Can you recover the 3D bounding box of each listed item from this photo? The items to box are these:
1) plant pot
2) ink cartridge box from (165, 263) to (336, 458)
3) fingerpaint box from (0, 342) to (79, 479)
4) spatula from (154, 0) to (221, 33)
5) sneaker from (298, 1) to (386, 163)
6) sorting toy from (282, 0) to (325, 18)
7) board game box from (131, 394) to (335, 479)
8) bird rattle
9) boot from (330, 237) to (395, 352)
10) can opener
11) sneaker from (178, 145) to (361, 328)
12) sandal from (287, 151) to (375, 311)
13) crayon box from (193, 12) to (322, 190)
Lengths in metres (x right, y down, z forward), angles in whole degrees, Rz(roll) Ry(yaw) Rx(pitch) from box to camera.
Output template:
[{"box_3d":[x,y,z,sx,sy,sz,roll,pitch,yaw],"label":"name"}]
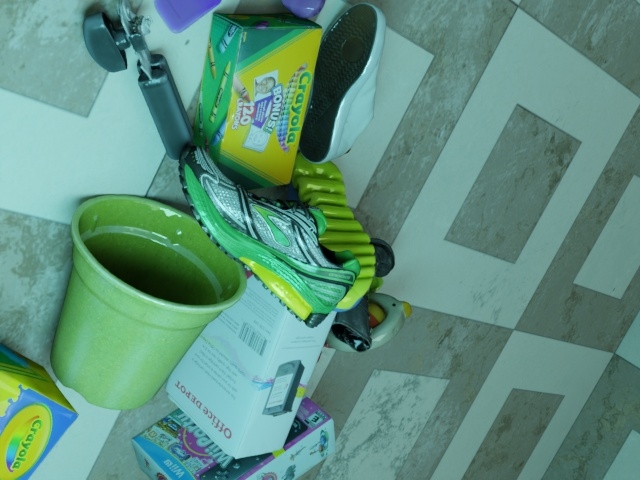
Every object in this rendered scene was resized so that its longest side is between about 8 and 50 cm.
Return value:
[{"box_3d":[-0.290,0.111,1.585,0.276,0.276,0.253,0,128,-46],"label":"plant pot"},{"box_3d":[-0.125,0.189,1.815,0.131,0.226,0.306,0,117,-45],"label":"ink cartridge box"},{"box_3d":[-0.615,0.303,1.379,0.444,0.163,0.371,-52,130,-4],"label":"fingerpaint box"},{"box_3d":[-0.126,-0.427,1.524,0.296,0.030,0.084,-47,139,-10],"label":"spatula"},{"box_3d":[0.052,-0.274,1.781,0.123,0.106,0.290,-16,135,-53],"label":"sneaker"},{"box_3d":[0.063,-0.508,1.636,0.365,0.127,0.126,-58,172,7],"label":"sorting toy"},{"box_3d":[-0.158,0.378,1.918,0.303,0.224,0.097,-32,137,-28],"label":"board game box"},{"box_3d":[0.058,0.153,2.016,0.254,0.207,0.143,-31,118,-41],"label":"bird rattle"},{"box_3d":[0.067,0.099,1.917,0.263,0.091,0.228,32,48,-54],"label":"boot"},{"box_3d":[-0.257,-0.234,1.510,0.093,0.074,0.280,-16,136,7],"label":"can opener"},{"box_3d":[-0.081,-0.028,1.591,0.146,0.134,0.343,-45,108,7],"label":"sneaker"},{"box_3d":[0.000,0.000,1.784,0.126,0.317,0.138,13,133,-29],"label":"sandal"},{"box_3d":[-0.108,-0.220,1.652,0.165,0.081,0.278,-11,124,-41],"label":"crayon box"}]
